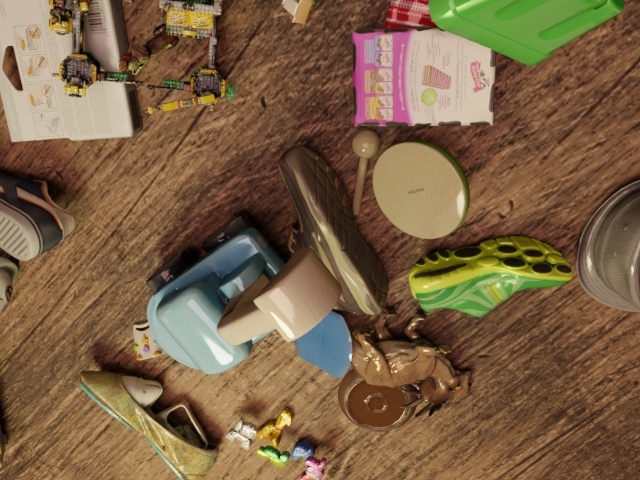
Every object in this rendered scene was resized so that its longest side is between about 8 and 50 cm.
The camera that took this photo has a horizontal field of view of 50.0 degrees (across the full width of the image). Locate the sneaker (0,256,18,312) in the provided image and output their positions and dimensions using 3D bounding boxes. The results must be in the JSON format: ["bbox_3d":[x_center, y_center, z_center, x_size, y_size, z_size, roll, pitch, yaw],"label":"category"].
[{"bbox_3d":[-0.789,0.109,1.364,0.330,0.146,0.122,-3,143,-2],"label":"sneaker"}]

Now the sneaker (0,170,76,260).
[{"bbox_3d":[-0.613,-0.069,1.338,0.321,0.127,0.126,30,126,22],"label":"sneaker"}]

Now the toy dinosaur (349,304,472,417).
[{"bbox_3d":[0.156,0.250,1.353,0.295,0.127,0.200,8,118,10],"label":"toy dinosaur"}]

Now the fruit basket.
[{"bbox_3d":[0.236,-0.460,1.002,0.283,0.392,0.392,8,116,-35],"label":"fruit basket"}]

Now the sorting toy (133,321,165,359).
[{"bbox_3d":[-0.364,0.209,1.448,0.083,0.045,0.075,-16,88,12],"label":"sorting toy"}]

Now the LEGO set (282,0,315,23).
[{"bbox_3d":[0.008,-0.505,1.121,0.132,0.107,0.287,17,122,38],"label":"LEGO set"}]

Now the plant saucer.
[{"bbox_3d":[0.119,0.334,1.434,0.168,0.029,0.168,3,110,7],"label":"plant saucer"}]

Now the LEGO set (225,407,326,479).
[{"bbox_3d":[-0.074,0.421,1.463,0.227,0.087,0.093,29,108,3],"label":"LEGO set"}]

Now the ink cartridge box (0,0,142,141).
[{"bbox_3d":[-0.468,-0.321,1.251,0.238,0.060,0.275,-2,110,9],"label":"ink cartridge box"}]

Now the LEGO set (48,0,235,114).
[{"bbox_3d":[-0.286,-0.330,1.115,0.331,0.192,0.255,11,107,-15],"label":"LEGO set"}]

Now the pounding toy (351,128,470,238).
[{"bbox_3d":[0.176,-0.113,1.238,0.237,0.110,0.183,18,127,32],"label":"pounding toy"}]

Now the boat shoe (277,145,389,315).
[{"bbox_3d":[0.000,0.000,1.265,0.130,0.132,0.355,-18,109,27],"label":"boat shoe"}]

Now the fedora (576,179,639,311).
[{"bbox_3d":[0.592,0.028,1.209,0.243,0.124,0.275,20,111,0],"label":"fedora"}]

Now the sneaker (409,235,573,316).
[{"bbox_3d":[0.315,0.071,1.286,0.295,0.109,0.123,-7,132,8],"label":"sneaker"}]

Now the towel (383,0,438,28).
[{"bbox_3d":[0.211,-0.373,1.161,0.198,0.031,0.275,14,111,3],"label":"towel"}]

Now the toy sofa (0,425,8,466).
[{"bbox_3d":[-0.794,0.318,1.498,0.150,0.177,0.363,-8,111,-16],"label":"toy sofa"}]

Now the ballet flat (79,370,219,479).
[{"bbox_3d":[-0.355,0.372,1.473,0.123,0.123,0.348,-40,100,19],"label":"ballet flat"}]

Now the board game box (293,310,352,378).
[{"bbox_3d":[0.012,0.189,1.364,0.168,0.033,0.133,21,114,41],"label":"board game box"}]

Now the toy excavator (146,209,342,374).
[{"bbox_3d":[-0.137,0.114,1.161,0.433,0.445,0.222,-34,103,17],"label":"toy excavator"}]

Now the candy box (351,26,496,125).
[{"bbox_3d":[0.173,-0.276,1.151,0.233,0.071,0.159,2,111,10],"label":"candy box"}]
